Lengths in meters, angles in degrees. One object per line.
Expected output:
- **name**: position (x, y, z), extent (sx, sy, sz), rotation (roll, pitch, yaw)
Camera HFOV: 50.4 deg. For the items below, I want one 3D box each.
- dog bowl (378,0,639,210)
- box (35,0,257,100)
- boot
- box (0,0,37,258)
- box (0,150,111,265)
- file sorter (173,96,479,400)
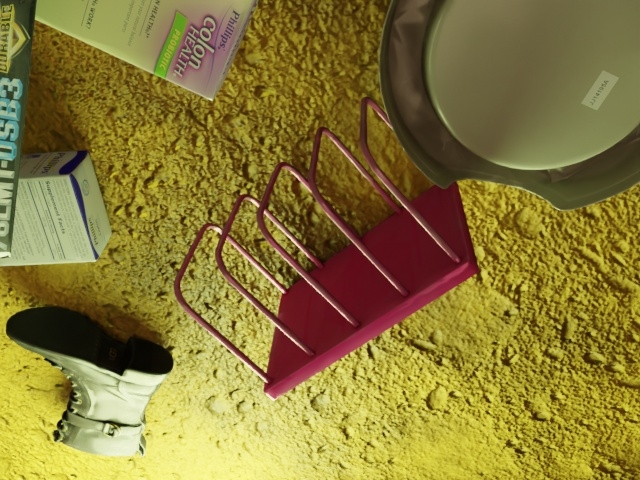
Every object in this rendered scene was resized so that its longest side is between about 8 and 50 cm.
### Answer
- **dog bowl**: position (0.235, -0.201, 0.714), extent (0.349, 0.102, 0.348), rotation (2, 123, 3)
- **box**: position (-0.170, -0.298, 0.670), extent (0.243, 0.117, 0.213), rotation (24, 120, -10)
- **boot**: position (-0.363, 0.232, 1.026), extent (0.263, 0.091, 0.229), rotation (23, 120, -13)
- **box**: position (-0.400, -0.171, 0.691), extent (0.293, 0.073, 0.295), rotation (40, 126, 29)
- **box**: position (-0.354, -0.041, 0.867), extent (0.137, 0.072, 0.126), rotation (-2, 121, 6)
- **file sorter**: position (0.000, 0.000, 0.796), extent (0.291, 0.202, 0.182), rotation (-36, 112, 23)
